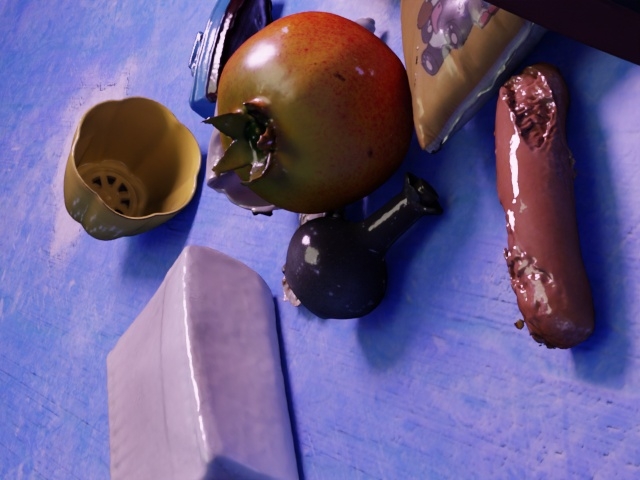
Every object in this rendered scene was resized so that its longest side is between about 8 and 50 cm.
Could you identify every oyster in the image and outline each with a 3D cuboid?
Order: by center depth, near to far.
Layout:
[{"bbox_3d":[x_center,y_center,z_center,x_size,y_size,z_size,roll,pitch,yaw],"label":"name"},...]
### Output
[{"bbox_3d":[-0.001,0.000,1.716,0.108,0.053,0.166,-158,85,-81],"label":"oyster"}]

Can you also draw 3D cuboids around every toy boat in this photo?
[{"bbox_3d":[-0.133,-0.275,2.103,0.097,0.100,0.223,-2,65,45],"label":"toy boat"}]

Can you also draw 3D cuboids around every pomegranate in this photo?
[{"bbox_3d":[-0.016,-0.131,1.598,0.256,0.221,0.221,-31,1,-42],"label":"pomegranate"}]

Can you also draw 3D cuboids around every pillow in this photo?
[{"bbox_3d":[0.183,-0.275,1.521,0.310,0.119,0.312,-52,22,32],"label":"pillow"}]

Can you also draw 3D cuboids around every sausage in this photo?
[{"bbox_3d":[0.202,-0.047,1.361,0.079,0.087,0.327,-25,47,31],"label":"sausage"}]

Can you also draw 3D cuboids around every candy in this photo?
[{"bbox_3d":[-0.140,0.200,1.707,0.208,0.145,0.359,-51,31,29],"label":"candy"}]

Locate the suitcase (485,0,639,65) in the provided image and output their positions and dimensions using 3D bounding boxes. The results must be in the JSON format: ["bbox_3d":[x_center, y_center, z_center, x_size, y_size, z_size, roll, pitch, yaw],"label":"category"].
[{"bbox_3d":[0.263,-0.259,1.193,0.236,0.297,0.161,-17,63,56],"label":"suitcase"}]

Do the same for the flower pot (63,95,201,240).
[{"bbox_3d":[-0.291,-0.088,2.164,0.179,0.195,0.195,137,147,-59],"label":"flower pot"}]

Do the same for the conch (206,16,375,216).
[{"bbox_3d":[-0.031,-0.166,1.793,0.275,0.182,0.149,-48,2,11],"label":"conch"}]

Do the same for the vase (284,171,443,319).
[{"bbox_3d":[0.050,0.002,1.574,0.183,0.120,0.120,-40,35,15],"label":"vase"}]
